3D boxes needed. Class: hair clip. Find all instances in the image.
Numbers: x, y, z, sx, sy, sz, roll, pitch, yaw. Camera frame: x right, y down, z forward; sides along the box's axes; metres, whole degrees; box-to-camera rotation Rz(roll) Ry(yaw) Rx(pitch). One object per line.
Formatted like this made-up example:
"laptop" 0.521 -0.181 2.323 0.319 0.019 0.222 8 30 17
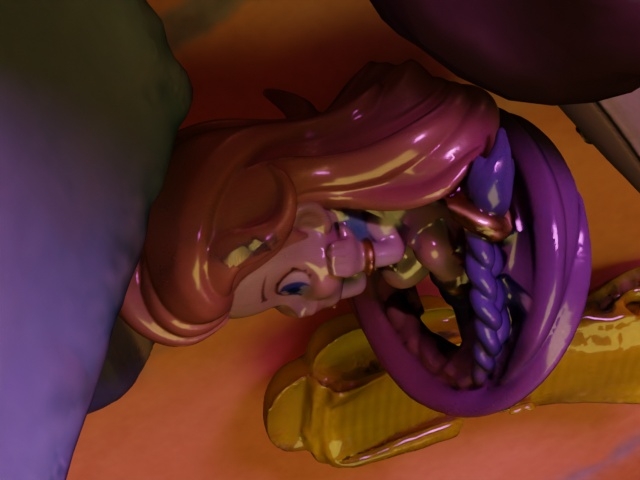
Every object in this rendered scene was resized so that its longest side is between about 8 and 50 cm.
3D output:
"hair clip" 0.061 0.047 0.764 0.173 0.046 0.072 -12 130 -10

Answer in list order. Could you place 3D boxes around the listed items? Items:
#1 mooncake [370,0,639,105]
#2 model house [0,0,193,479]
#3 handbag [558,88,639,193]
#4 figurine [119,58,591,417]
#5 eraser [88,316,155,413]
"mooncake" 0.079 -0.222 0.380 0.381 0.212 0.350 -42 106 14
"model house" -0.211 -0.042 0.507 0.248 0.230 0.280 -6 136 22
"handbag" 0.187 -0.151 0.611 0.315 0.109 0.241 -40 139 5
"figurine" 0.004 -0.009 0.651 0.157 0.114 0.126 14 164 -15
"eraser" -0.169 0.050 0.701 0.225 0.036 0.082 -19 132 0
